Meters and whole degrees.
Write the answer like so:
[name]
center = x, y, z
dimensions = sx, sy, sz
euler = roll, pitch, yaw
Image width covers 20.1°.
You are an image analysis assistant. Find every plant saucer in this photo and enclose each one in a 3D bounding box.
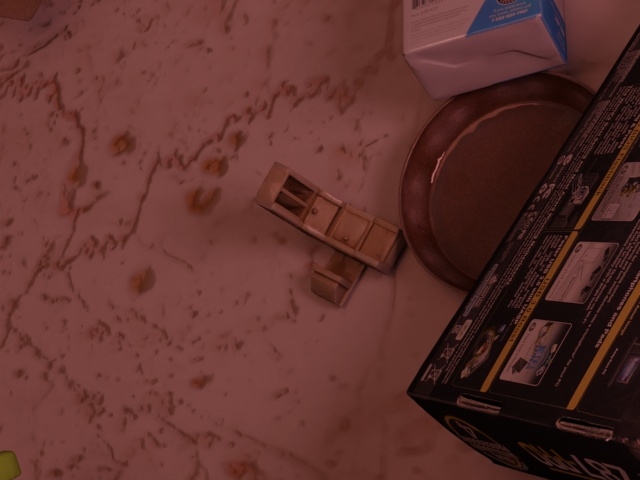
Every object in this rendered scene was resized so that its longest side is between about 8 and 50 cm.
[plant saucer]
center = 0.136, -0.036, 1.247
dimensions = 0.168, 0.029, 0.168
euler = -10, 66, 24

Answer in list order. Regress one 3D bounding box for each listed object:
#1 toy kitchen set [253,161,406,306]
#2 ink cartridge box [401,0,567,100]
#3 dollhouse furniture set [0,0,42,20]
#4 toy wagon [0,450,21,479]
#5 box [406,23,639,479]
[toy kitchen set]
center = 0.000, 0.000, 1.277
dimensions = 0.083, 0.075, 0.068
euler = 26, 86, 37
[ink cartridge box]
center = 0.116, -0.197, 1.288
dimensions = 0.104, 0.060, 0.180
euler = -14, 53, 23
[dollhouse furniture set]
center = -0.356, -0.267, 1.481
dimensions = 0.262, 0.135, 0.259
euler = 46, 116, 24
[toy wagon]
center = -0.210, 0.282, 1.226
dimensions = 0.344, 0.068, 0.267
euler = -19, 89, -15
[box]
center = 0.244, -0.038, 1.025
dimensions = 0.395, 0.097, 0.318
euler = -56, 18, -13
